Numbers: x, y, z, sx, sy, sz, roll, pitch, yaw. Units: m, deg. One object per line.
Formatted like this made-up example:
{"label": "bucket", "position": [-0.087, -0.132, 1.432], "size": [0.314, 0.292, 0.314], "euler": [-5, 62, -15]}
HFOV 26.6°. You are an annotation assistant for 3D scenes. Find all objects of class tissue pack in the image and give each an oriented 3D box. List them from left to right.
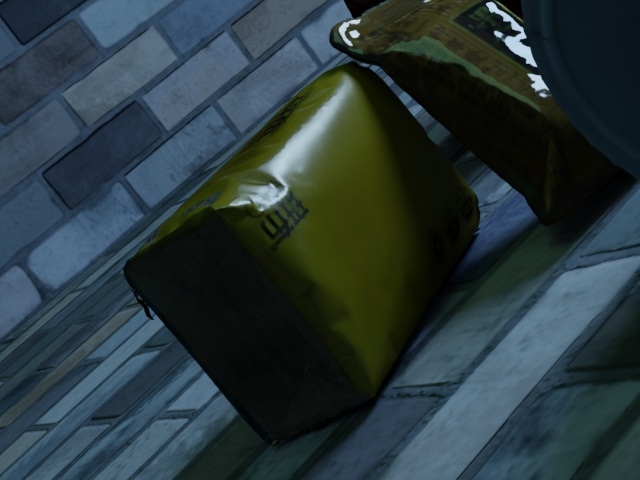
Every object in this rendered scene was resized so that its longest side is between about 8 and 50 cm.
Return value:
{"label": "tissue pack", "position": [0.000, 0.000, 1.072], "size": [0.134, 0.192, 0.271], "euler": [-30, 14, 37]}

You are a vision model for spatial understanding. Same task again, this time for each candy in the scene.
{"label": "candy", "position": [0.138, -0.128, 1.087], "size": [0.143, 0.271, 0.101], "euler": [-32, -34, -23]}

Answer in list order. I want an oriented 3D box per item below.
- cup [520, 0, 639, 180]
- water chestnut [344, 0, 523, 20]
{"label": "cup", "position": [0.324, -0.178, 0.823], "size": [0.311, 0.331, 0.257], "euler": [-47, -18, -35]}
{"label": "water chestnut", "position": [0.175, -0.282, 1.475], "size": [0.350, 0.302, 0.350], "euler": [1, 31, -1]}
